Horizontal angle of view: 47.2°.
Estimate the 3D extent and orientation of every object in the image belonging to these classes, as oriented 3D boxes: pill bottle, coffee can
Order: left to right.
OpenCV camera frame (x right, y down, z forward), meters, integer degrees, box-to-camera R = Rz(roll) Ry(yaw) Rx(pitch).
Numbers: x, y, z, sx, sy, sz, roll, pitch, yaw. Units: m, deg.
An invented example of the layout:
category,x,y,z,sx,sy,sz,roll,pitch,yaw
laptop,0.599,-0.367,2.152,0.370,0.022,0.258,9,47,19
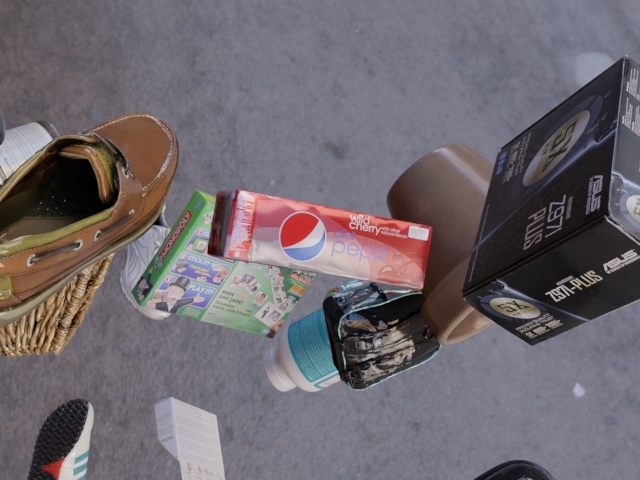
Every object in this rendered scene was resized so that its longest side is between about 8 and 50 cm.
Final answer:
category,x,y,z,sx,sy,sz,roll,pitch,yaw
coffee can,-0.725,-0.141,1.659,0.275,0.201,0.201,-27,71,-35
pill bottle,0.018,0.205,1.446,0.146,0.264,0.146,50,22,-29

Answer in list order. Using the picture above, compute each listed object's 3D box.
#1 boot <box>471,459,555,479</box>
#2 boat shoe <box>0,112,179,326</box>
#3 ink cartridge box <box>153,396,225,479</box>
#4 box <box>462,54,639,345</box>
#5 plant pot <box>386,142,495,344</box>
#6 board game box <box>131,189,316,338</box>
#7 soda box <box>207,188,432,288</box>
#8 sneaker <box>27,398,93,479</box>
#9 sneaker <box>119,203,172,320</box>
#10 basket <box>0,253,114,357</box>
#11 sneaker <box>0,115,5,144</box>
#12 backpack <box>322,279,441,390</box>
category,x,y,z,sx,sy,sz,roll,pitch,yaw
boot,0.165,0.361,0.767,0.367,0.445,0.146,-42,70,-13
boat shoe,-0.211,-0.045,0.675,0.111,0.104,0.307,34,42,-5
ink cartridge box,-0.294,0.492,1.676,0.189,0.066,0.232,44,29,-53
box,0.201,-0.029,0.571,0.077,0.147,0.180,34,53,-14
plant pot,0.217,-0.013,1.062,0.263,0.263,0.229,-20,66,-34
board game box,-0.146,0.054,1.302,0.317,0.213,0.046,23,15,-46
soda box,0.000,0.000,0.909,0.263,0.092,0.083,11,88,-21
sneaker,-0.316,0.280,0.905,0.057,0.075,0.161,4,60,11
sneaker,-0.385,0.036,1.658,0.111,0.129,0.297,9,56,-50
basket,-0.511,0.104,1.481,0.223,0.213,0.299,-7,19,0
sneaker,-0.555,-0.107,0.873,0.341,0.125,0.139,-6,55,-31
backpack,0.104,0.139,1.218,0.188,0.165,0.144,-15,26,-8
